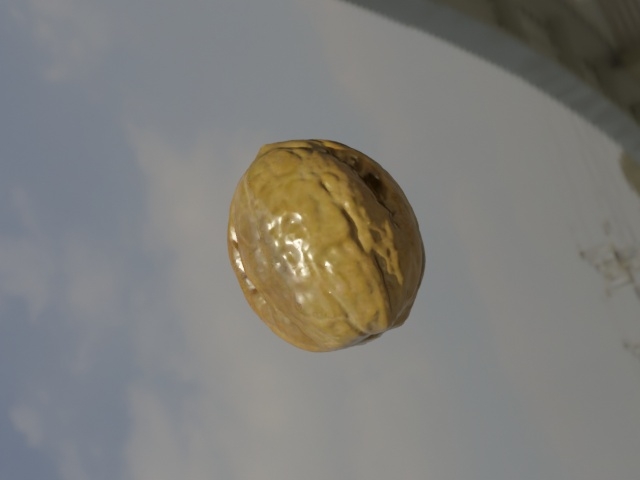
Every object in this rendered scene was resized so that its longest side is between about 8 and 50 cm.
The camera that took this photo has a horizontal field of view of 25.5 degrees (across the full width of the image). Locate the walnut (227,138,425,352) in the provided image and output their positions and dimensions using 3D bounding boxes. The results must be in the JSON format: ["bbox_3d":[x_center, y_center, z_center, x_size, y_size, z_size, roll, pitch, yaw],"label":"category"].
[{"bbox_3d":[0.000,0.000,1.137,0.184,0.155,0.155,63,-166,12],"label":"walnut"}]
